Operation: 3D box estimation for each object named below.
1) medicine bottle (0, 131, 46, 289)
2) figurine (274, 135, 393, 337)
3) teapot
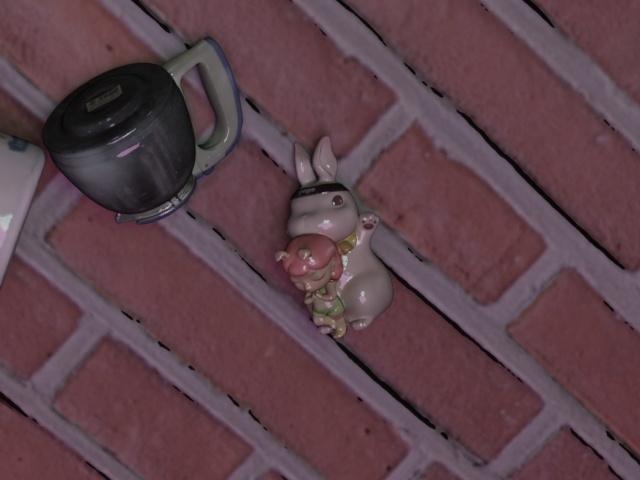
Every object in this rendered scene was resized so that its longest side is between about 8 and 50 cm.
[{"bbox_3d":[-0.336,-0.043,1.184,0.237,0.139,0.139,18,106,-8],"label":"medicine bottle"},{"bbox_3d":[0.009,-0.001,1.266,0.081,0.098,0.146,-16,112,12],"label":"figurine"},{"bbox_3d":[-0.137,-0.079,1.233,0.111,0.149,0.108,0,133,32],"label":"teapot"}]
